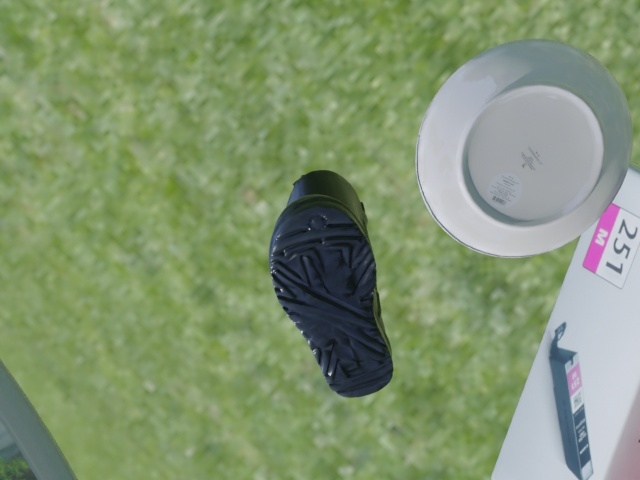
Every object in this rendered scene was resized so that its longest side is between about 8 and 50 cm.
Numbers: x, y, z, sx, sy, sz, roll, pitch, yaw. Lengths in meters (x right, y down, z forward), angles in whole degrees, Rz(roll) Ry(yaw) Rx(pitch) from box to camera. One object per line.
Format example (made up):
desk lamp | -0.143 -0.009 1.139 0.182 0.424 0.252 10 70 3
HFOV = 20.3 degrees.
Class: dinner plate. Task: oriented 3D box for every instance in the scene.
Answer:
dinner plate | 0.128 -0.054 1.099 0.141 0.141 0.017 49 -175 -23

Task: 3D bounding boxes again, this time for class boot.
boot | 0.000 0.000 1.684 0.207 0.094 0.246 -104 -4 -47

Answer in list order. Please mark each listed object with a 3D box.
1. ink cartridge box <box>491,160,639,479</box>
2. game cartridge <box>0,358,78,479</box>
ink cartridge box | 0.246 0.104 1.284 0.060 0.275 0.239 14 -168 -28
game cartridge | -0.185 0.115 0.667 0.060 0.196 0.294 -28 98 43
